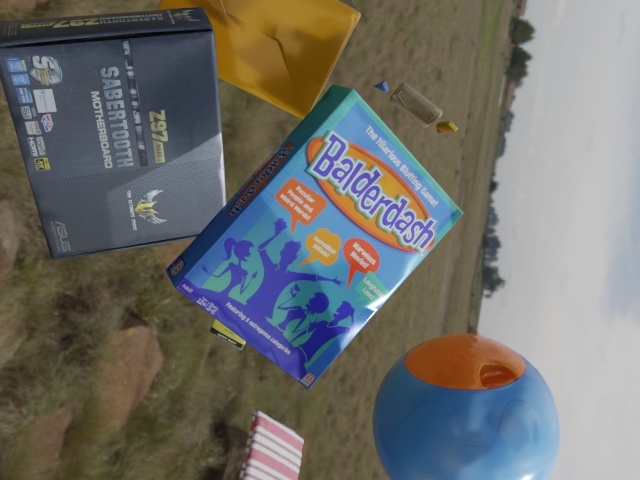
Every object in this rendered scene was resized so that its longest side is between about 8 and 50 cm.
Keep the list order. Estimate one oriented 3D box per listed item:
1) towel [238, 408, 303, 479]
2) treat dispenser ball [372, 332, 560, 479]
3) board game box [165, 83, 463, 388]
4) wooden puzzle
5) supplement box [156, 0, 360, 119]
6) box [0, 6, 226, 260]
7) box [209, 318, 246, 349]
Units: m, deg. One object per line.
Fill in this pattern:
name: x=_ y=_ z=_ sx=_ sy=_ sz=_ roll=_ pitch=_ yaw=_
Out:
towel: x=-0.087 y=0.389 z=1.086 sx=0.144 sy=0.029 sz=0.197 roll=49 pitch=41 yaw=-43
treat dispenser ball: x=0.226 y=0.291 z=1.058 sx=0.288 sy=0.288 sz=0.288 roll=9 pitch=90 yaw=-77
board game box: x=0.000 y=0.000 z=0.573 sx=0.210 sy=0.160 sz=0.047 roll=-49 pitch=-153 yaw=-2
wooden puzzle: x=0.130 y=-0.183 z=0.909 sx=0.014 sy=0.116 sz=0.078 roll=-55 pitch=-170 yaw=-8
supplement box: x=-0.072 y=-0.261 z=0.780 sx=0.129 sy=0.191 sz=0.194 roll=-60 pitch=-166 yaw=22
box: x=-0.189 y=-0.098 z=0.648 sx=0.059 sy=0.183 sz=0.232 roll=-118 pitch=-156 yaw=-47
box: x=-0.081 y=0.044 z=0.912 sx=0.232 sy=0.058 sz=0.087 roll=-62 pitch=179 yaw=40
